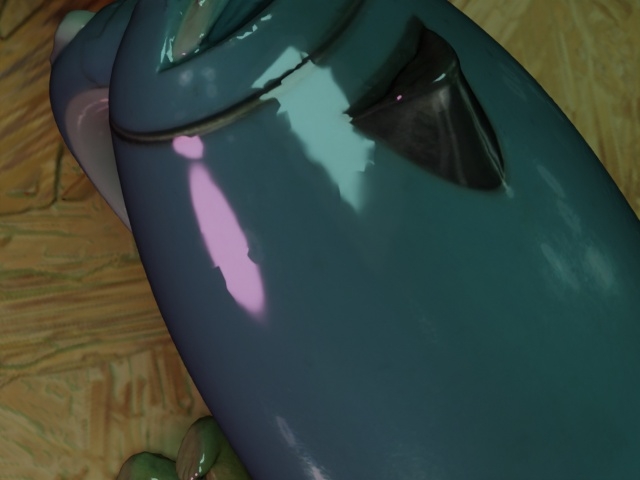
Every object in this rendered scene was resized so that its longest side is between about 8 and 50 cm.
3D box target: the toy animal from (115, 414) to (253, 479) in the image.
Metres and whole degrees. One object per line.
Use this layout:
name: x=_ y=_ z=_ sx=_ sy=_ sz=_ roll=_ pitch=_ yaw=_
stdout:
toy animal: x=-0.072 y=0.215 z=0.816 sx=0.101 sy=0.103 sz=0.218 roll=18 pitch=78 yaw=-32

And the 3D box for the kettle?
kettle: x=0.000 y=0.000 z=0.721 sx=0.247 sy=0.319 sz=0.342 roll=-53 pitch=124 yaw=-28
